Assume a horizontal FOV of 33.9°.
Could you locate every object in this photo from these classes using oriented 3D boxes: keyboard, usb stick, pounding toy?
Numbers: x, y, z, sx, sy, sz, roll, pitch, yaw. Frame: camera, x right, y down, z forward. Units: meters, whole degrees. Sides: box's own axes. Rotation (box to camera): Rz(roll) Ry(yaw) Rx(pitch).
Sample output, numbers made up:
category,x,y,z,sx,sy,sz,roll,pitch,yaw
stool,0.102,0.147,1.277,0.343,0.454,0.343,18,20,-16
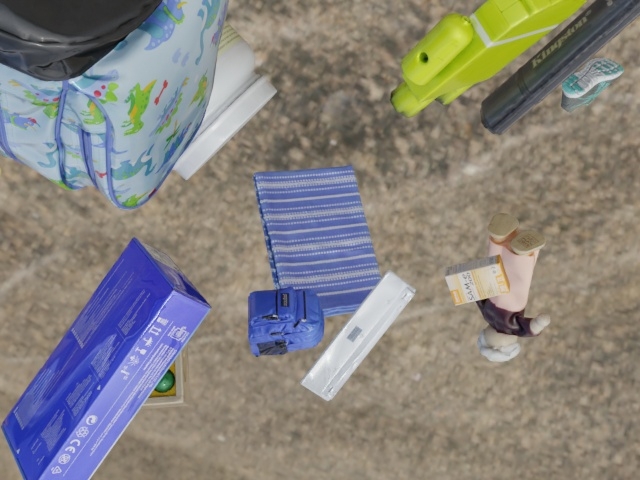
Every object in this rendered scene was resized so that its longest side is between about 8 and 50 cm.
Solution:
category,x,y,z,sx,sy,sz,roll,pitch,yaw
keyboard,0.067,0.169,1.856,0.072,0.256,0.014,37,-176,-21
usb stick,0.313,-0.238,1.347,0.045,0.077,0.278,39,122,-15
pounding toy,-0.334,0.196,1.793,0.206,0.181,0.094,-4,167,0

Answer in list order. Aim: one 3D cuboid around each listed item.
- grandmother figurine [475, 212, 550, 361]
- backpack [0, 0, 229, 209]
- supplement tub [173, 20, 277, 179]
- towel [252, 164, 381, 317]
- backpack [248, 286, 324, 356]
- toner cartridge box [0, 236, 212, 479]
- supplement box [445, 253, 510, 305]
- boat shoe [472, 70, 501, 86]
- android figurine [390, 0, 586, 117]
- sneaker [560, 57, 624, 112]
category,x,y,z,sx,sy,sz,roll,pitch,yaw
grandmother figurine,0.384,0.121,2.138,0.208,0.104,0.342,46,147,39
backpack,-0.212,-0.184,0.971,0.273,0.290,0.355,31,150,-14
supplement tub,-0.248,-0.275,1.593,0.325,0.235,0.235,45,145,-6
towel,0.000,0.000,2.215,0.243,0.336,0.040,-6,162,-24
backpack,-0.054,0.125,1.663,0.120,0.098,0.101,-4,147,1
toner cartridge box,-0.308,0.182,1.484,0.075,0.348,0.165,32,-173,-39
supplement box,0.270,0.068,1.805,0.098,0.036,0.062,-16,113,17
boat shoe,0.263,-0.362,2.073,0.355,0.132,0.130,-171,60,-86
android figurine,0.204,-0.243,1.243,0.273,0.248,0.056,-39,80,44
sneaker,0.539,-0.311,2.107,0.065,0.166,0.076,48,150,30
